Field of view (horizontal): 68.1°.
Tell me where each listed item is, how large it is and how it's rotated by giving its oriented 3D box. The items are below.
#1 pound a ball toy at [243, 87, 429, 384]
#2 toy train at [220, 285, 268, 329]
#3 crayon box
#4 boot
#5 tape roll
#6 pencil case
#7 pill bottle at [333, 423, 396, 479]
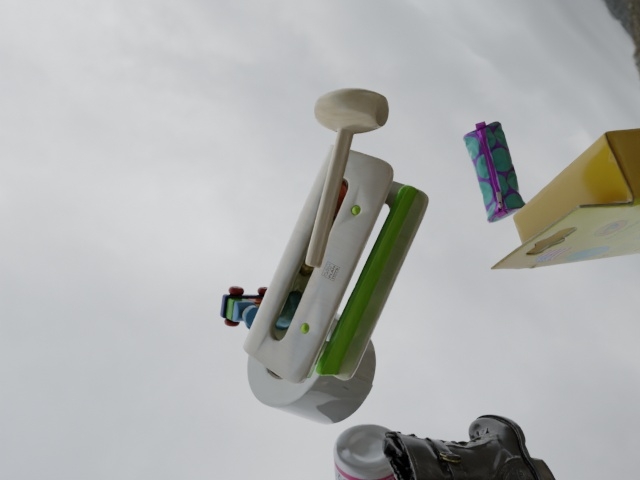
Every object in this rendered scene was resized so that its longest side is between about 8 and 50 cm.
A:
[{"bbox_3d":[0.000,0.000,0.570,0.135,0.320,0.208,24,-178,35],"label":"pound a ball toy"},{"bbox_3d":[-0.126,0.188,1.261,0.247,0.143,0.105,6,-86,-36],"label":"toy train"},{"bbox_3d":[0.372,-0.046,0.538,0.318,0.202,0.081,-7,-110,-8],"label":"crayon box"},{"bbox_3d":[0.207,0.325,0.729,0.228,0.263,0.091,12,-88,-4],"label":"boot"},{"bbox_3d":[-0.020,0.268,1.060,0.169,0.246,0.246,36,-141,-40],"label":"tape roll"},{"bbox_3d":[0.275,-0.108,0.749,0.070,0.064,0.152,1,-107,-62],"label":"pencil case"},{"bbox_3d":[0.116,0.590,1.095,0.160,0.160,0.283,-27,-62,-50],"label":"pill bottle"}]
